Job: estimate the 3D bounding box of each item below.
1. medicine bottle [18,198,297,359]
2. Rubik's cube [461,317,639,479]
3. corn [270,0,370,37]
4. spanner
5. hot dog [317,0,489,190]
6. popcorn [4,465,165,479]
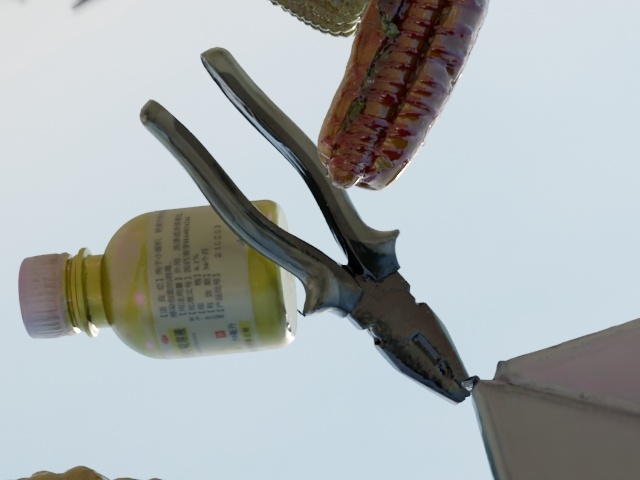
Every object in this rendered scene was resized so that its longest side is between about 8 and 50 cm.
[{"bbox_3d":[-0.131,0.036,1.516,0.213,0.121,0.122,-6,-163,5],"label":"medicine bottle"},{"bbox_3d":[0.241,0.162,0.741,0.368,0.358,0.387,12,169,21],"label":"Rubik's cube"},{"bbox_3d":[-0.050,-0.227,1.367,0.080,0.231,0.080,-54,170,-14],"label":"corn"},{"bbox_3d":[0.000,0.000,1.408,0.096,0.325,0.040,-44,-174,-13],"label":"spanner"},{"bbox_3d":[0.042,-0.089,0.967,0.144,0.062,0.038,-64,-167,-9],"label":"hot dog"},{"bbox_3d":[-0.094,0.166,0.791,0.180,0.170,0.180,-7,-148,4],"label":"popcorn"}]
